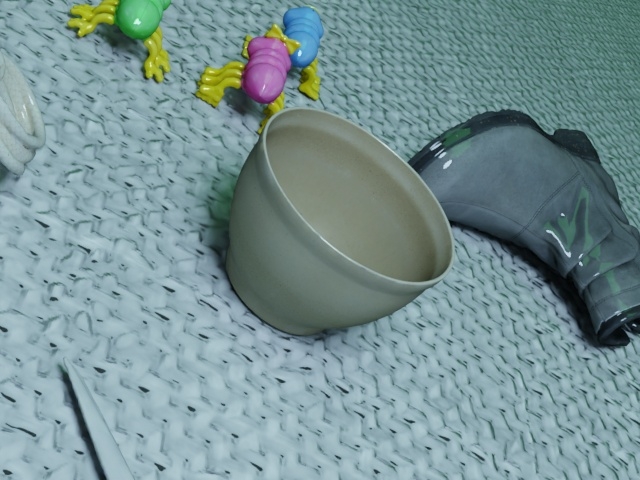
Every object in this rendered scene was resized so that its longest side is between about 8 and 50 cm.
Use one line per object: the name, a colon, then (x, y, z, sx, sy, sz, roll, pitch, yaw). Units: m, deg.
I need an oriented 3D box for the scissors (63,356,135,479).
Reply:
scissors: (-0.076, 0.186, 0.504, 0.297, 0.021, 0.109, 51, 35, 12)

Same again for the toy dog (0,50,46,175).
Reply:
toy dog: (-0.286, -0.125, 0.512, 0.333, 0.161, 0.220, 56, 13, -86)

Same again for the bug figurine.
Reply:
bug figurine: (-0.098, -0.203, 0.896, 0.279, 0.072, 0.216, 28, 35, -22)

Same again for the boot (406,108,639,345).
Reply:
boot: (0.228, -0.003, 0.970, 0.338, 0.118, 0.222, -6, 60, -44)

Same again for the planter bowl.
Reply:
planter bowl: (0.000, 0.000, 0.722, 0.162, 0.109, 0.162, 27, 35, -21)
